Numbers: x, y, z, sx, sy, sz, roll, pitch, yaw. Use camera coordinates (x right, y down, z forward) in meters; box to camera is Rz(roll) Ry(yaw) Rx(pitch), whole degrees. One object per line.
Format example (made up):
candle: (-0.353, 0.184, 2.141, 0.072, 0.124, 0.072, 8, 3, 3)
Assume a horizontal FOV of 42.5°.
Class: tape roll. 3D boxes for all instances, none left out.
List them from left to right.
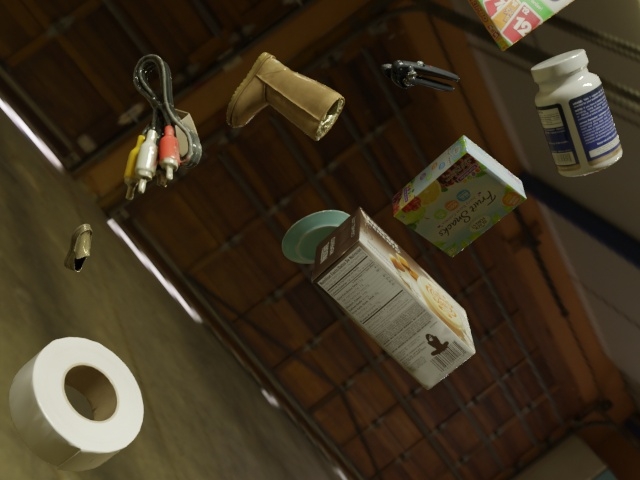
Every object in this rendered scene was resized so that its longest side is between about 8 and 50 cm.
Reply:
tape roll: (-0.534, 0.359, 1.817, 0.286, 0.100, 0.286, 39, 29, -26)

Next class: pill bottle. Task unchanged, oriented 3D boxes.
pill bottle: (0.584, -0.293, 1.895, 0.153, 0.153, 0.264, -137, -156, -74)

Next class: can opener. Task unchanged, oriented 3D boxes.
can opener: (0.218, -0.348, 1.732, 0.059, 0.186, 0.073, -63, -143, 37)

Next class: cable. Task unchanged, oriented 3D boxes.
cable: (-0.272, -0.209, 1.383, 0.072, 0.140, 0.287, 25, 52, -54)

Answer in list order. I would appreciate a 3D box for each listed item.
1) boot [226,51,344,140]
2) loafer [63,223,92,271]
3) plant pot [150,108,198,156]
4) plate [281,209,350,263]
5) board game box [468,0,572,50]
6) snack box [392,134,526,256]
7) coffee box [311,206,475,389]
boot: (-0.101, -0.342, 2.167, 0.269, 0.236, 0.089, 38, 19, 23)
loafer: (-0.641, 0.022, 2.208, 0.050, 0.148, 0.056, 37, 28, 23)
plant pot: (-0.417, -0.305, 2.381, 0.109, 0.109, 0.096, 23, -26, 50)
plate: (0.000, 0.000, 1.976, 0.188, 0.188, 0.024, 56, 8, -51)
board game box: (0.396, -0.467, 1.509, 0.124, 0.259, 0.039, 54, -19, -5)
snack box: (0.278, -0.085, 1.664, 0.174, 0.207, 0.070, 34, 33, -25)
coffee box: (0.109, 0.085, 1.233, 0.246, 0.098, 0.141, 44, 17, -13)
